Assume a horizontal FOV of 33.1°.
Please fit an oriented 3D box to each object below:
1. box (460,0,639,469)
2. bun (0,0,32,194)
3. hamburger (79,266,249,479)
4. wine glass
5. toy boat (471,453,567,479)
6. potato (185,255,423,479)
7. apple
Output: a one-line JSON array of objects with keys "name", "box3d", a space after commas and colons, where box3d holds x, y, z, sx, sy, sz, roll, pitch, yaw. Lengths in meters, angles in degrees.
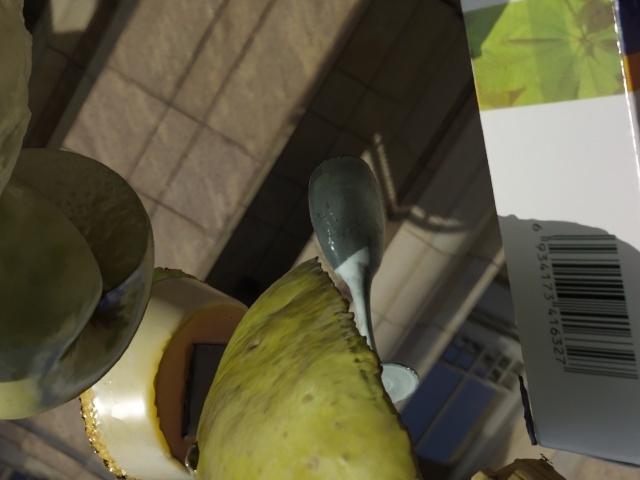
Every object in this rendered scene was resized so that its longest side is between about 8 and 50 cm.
[{"name": "box", "box3d": [0.203, -0.043, 0.629, 0.200, 0.299, 0.106, -19, -167, -38]}, {"name": "bun", "box3d": [-0.219, -0.069, 0.455, 0.229, 0.229, 0.145, 40, 178, 28]}, {"name": "hamburger", "box3d": [-0.203, 0.184, 1.459, 0.179, 0.294, 0.276, 3, 179, 33]}, {"name": "wine glass", "box3d": [0.000, 0.000, 1.210, 0.264, 0.096, 0.310, 42, -149, -45]}, {"name": "toy boat", "box3d": [0.240, 0.338, 1.147, 0.089, 0.115, 0.310, 36, 161, 48]}, {"name": "potato", "box3d": [-0.009, 0.116, 0.564, 0.272, 0.111, 0.160, -123, 13, -73]}, {"name": "apple", "box3d": [-0.315, 0.031, 1.092, 0.254, 0.292, 0.292, 22, -168, 17]}]
